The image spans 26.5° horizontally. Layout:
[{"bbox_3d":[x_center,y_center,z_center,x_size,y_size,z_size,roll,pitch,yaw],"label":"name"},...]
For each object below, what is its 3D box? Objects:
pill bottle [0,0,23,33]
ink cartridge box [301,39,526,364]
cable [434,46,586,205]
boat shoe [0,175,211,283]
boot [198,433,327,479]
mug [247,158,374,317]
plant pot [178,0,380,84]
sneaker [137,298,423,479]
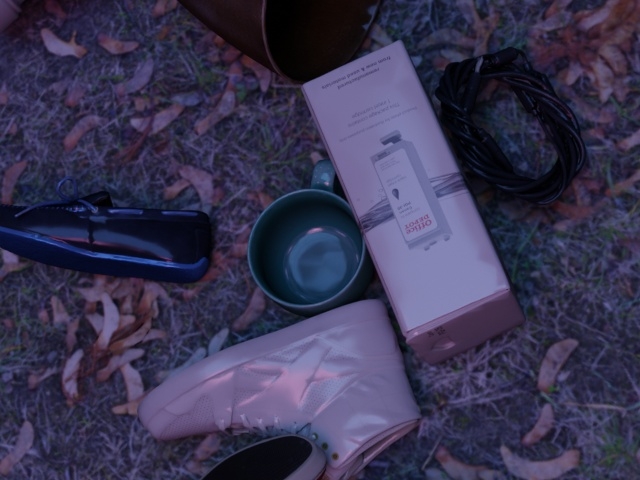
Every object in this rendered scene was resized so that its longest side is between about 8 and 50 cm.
[{"bbox_3d":[-0.312,-0.408,1.591,0.334,0.188,0.188,-46,72,-1],"label":"pill bottle"},{"bbox_3d":[0.101,-0.032,1.401,0.117,0.207,0.283,-24,73,7],"label":"ink cartridge box"},{"bbox_3d":[0.204,-0.122,1.450,0.150,0.047,0.185,-12,72,-31],"label":"cable"},{"bbox_3d":[-0.250,-0.012,1.540,0.258,0.109,0.089,11,71,-2],"label":"boat shoe"},{"bbox_3d":[-0.074,0.321,1.362,0.244,0.176,0.088,-37,31,-17],"label":"boot"},{"bbox_3d":[0.003,0.009,1.470,0.129,0.097,0.158,43,88,18],"label":"mug"},{"bbox_3d":[-0.079,-0.313,1.526,0.230,0.215,0.215,25,83,32],"label":"plant pot"},{"bbox_3d":[-0.040,0.191,1.430,0.292,0.108,0.169,-23,70,5],"label":"sneaker"}]
